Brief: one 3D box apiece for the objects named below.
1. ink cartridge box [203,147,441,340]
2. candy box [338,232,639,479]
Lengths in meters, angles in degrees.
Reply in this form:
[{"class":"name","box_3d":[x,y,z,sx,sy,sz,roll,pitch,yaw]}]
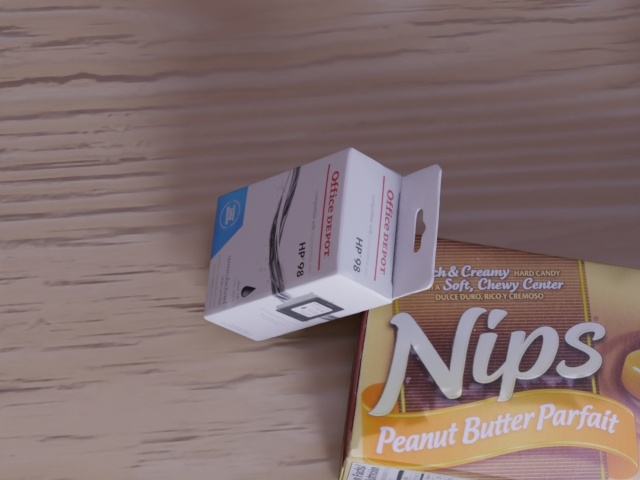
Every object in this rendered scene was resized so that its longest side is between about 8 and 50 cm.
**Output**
[{"class":"ink cartridge box","box_3d":[0.000,0.000,1.428,0.060,0.180,0.104,27,58,-38]},{"class":"candy box","box_3d":[0.181,0.111,1.438,0.316,0.087,0.183,9,65,0]}]
